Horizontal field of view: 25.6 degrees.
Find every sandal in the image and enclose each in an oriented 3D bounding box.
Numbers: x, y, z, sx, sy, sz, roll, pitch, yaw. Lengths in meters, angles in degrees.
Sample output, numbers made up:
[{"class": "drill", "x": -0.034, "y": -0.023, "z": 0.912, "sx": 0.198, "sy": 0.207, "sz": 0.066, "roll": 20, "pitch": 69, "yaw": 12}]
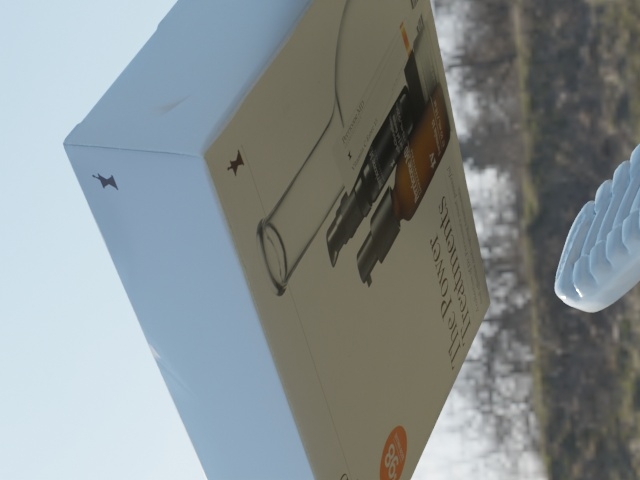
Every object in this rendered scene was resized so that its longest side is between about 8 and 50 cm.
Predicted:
[{"class": "sandal", "x": 0.338, "y": -0.050, "z": 1.159, "sx": 0.416, "sy": 0.102, "sz": 0.169, "roll": -43, "pitch": 23, "yaw": 60}]

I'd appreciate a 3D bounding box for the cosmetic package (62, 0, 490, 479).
[{"class": "cosmetic package", "x": 0.000, "y": 0.000, "z": 0.905, "sx": 0.284, "sy": 0.097, "sz": 0.377, "roll": -58, "pitch": -35, "yaw": -38}]
